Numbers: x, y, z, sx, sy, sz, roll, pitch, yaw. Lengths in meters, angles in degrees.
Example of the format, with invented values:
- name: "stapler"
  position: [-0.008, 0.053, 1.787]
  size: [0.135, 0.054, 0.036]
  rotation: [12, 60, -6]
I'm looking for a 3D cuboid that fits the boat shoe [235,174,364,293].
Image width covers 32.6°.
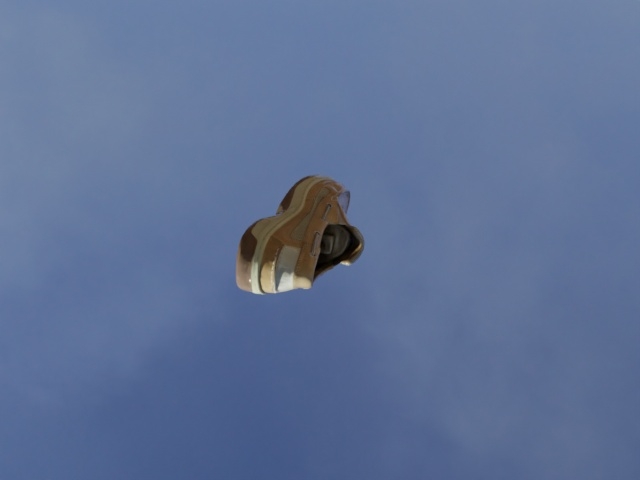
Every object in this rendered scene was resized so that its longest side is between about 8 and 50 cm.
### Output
- name: "boat shoe"
  position: [0.000, 0.000, 0.851]
  size: [0.072, 0.068, 0.190]
  rotation: [9, -155, 16]
